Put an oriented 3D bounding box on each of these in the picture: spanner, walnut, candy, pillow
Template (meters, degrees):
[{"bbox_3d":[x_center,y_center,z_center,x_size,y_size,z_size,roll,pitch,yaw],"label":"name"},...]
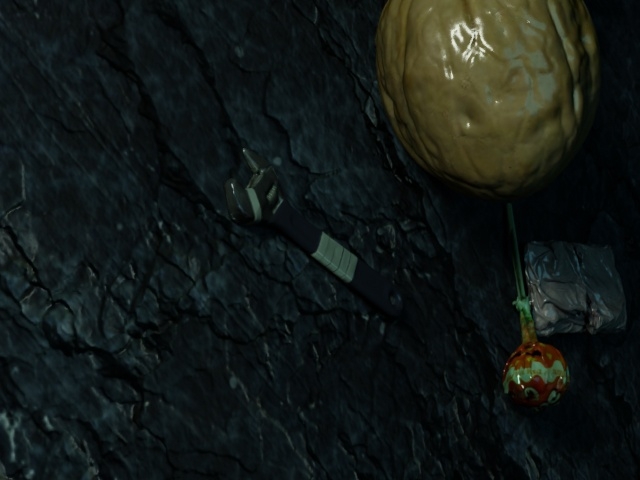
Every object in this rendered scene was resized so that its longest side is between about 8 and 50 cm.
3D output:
[{"bbox_3d":[0.000,0.000,1.746,0.316,0.024,0.087,37,49,-38],"label":"spanner"},{"bbox_3d":[0.201,-0.198,1.853,0.252,0.277,0.313,-20,102,-19],"label":"walnut"},{"bbox_3d":[0.264,0.084,2.018,0.084,0.078,0.288,5,66,-29],"label":"candy"},{"bbox_3d":[0.362,0.066,2.143,0.248,0.049,0.135,4,73,-53],"label":"pillow"}]
